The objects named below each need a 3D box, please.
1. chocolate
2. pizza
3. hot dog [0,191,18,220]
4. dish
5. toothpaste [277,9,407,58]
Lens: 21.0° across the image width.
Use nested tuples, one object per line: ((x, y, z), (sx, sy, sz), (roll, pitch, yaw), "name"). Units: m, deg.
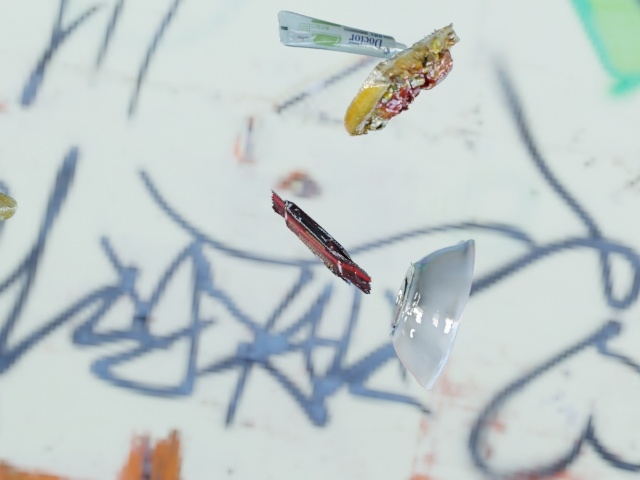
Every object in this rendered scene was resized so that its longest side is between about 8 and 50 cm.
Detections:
((0.000, 0.000, 2.268), (0.182, 0.028, 0.086), (44, 167, 17), "chocolate")
((0.110, -0.199, 2.160), (0.053, 0.193, 0.201), (47, 174, 8), "pizza")
((-0.380, -0.040, 1.915), (0.090, 0.034, 0.030), (-4, 155, -36), "hot dog")
((0.140, 0.090, 2.350), (0.081, 0.229, 0.229), (16, -167, -4), "dish")
((0.030, -0.264, 2.269), (0.197, 0.048, 0.029), (7, 164, -31), "toothpaste")
